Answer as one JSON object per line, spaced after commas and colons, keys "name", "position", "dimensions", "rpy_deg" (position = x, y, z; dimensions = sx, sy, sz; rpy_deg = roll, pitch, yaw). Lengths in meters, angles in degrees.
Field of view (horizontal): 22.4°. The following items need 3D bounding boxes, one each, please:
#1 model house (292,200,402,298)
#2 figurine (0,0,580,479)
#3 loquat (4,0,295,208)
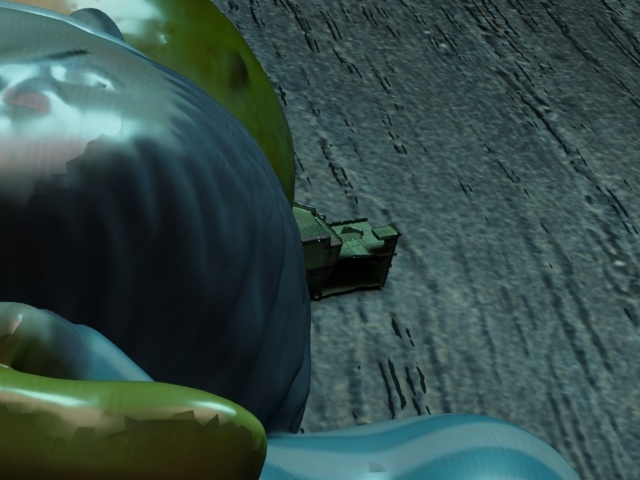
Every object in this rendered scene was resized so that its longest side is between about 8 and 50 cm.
{"name": "model house", "position": [0.000, 0.000, 1.024], "dimensions": [0.083, 0.057, 0.058], "rpy_deg": [-9, 40, -31]}
{"name": "figurine", "position": [-0.064, 0.017, 0.571], "dimensions": [0.361, 0.266, 0.378], "rpy_deg": [20, 41, -19]}
{"name": "loquat", "position": [-0.161, -0.048, 0.856], "dimensions": [0.284, 0.276, 0.276], "rpy_deg": [41, 32, 1]}
